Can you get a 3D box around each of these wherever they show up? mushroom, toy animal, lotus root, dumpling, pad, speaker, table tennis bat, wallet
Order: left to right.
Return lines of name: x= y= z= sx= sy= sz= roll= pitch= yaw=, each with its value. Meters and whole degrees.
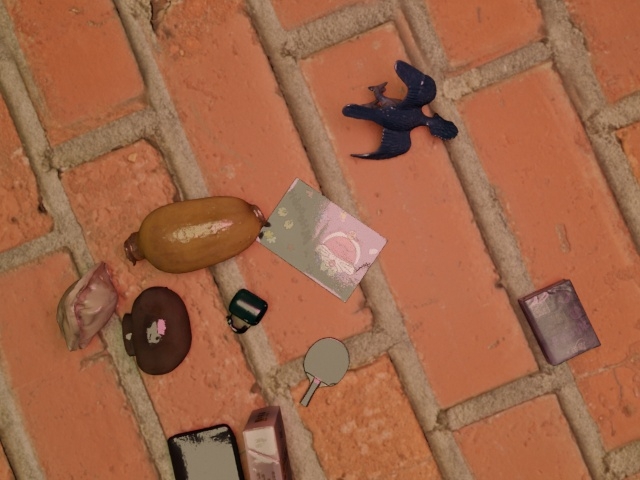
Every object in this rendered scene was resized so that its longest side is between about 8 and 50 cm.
dumpling: x=-0.487 y=0.141 z=1.195 sx=0.118 sy=0.136 sz=0.199 roll=11 pitch=99 yaw=-6
mushroom: x=-0.345 y=0.189 z=1.208 sx=0.141 sy=0.117 sz=0.188 roll=-8 pitch=84 yaw=-11
lotus root: x=-0.261 y=-0.012 z=1.193 sx=0.303 sy=0.131 sz=0.146 roll=-14 pitch=87 yaw=1
wallet: x=-0.230 y=0.521 z=1.222 sx=0.148 sy=0.044 sz=0.250 roll=-15 pitch=85 yaw=1
speaker: x=-0.162 y=0.156 z=1.224 sx=0.075 sy=0.060 sz=0.095 roll=31 pitch=89 yaw=3
pad: x=0.000 y=0.000 z=1.254 sx=0.245 sy=0.006 sz=0.170 roll=35 pitch=90 yaw=1
table tennis bat: x=0.001 y=0.284 z=1.242 sx=0.095 sy=0.014 sz=0.158 roll=29 pitch=87 yaw=0
toy animal: x=0.165 y=-0.259 z=1.185 sx=0.255 sy=0.239 sz=0.176 roll=-21 pitch=53 yaw=-39

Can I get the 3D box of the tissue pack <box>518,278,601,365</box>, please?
tissue pack: x=0.504 y=0.173 z=1.220 sx=0.112 sy=0.051 sz=0.156 roll=-25 pitch=89 yaw=3

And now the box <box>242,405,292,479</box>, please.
box: x=-0.098 y=0.477 z=1.169 sx=0.067 sy=0.155 sz=0.243 roll=-9 pitch=90 yaw=-1
